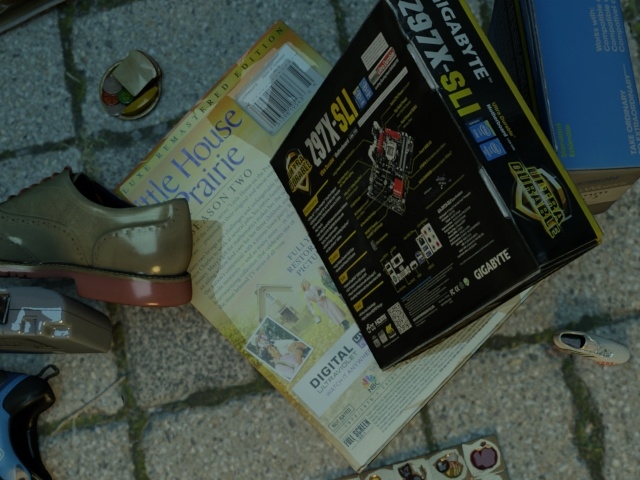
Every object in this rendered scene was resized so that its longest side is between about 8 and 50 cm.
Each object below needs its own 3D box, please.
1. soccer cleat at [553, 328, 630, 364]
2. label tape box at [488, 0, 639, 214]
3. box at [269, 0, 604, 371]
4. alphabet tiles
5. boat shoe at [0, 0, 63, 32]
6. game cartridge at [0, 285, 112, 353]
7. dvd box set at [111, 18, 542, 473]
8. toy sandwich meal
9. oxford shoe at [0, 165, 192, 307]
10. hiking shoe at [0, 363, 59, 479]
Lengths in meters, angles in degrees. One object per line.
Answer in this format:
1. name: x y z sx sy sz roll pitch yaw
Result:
1. soccer cleat: 0.292 0.114 1.068 0.083 0.035 0.029 17 83 9
2. label tape box: 0.239 -0.163 0.966 0.105 0.334 0.241 -8 80 4
3. box: 0.084 -0.042 0.914 0.079 0.322 0.257 -21 77 -27
4. alphabet tiles: 0.105 0.338 1.070 0.237 0.009 0.198 -17 80 4
5. boat shoe: -0.419 -0.272 1.177 0.320 0.118 0.103 -32 74 -6
6. game cartridge: -0.388 0.087 1.072 0.297 0.198 0.062 1 82 4
7. dvd box set: 0.000 0.000 1.109 0.420 0.062 0.307 43 88 11
8. toy sandwich meal: -0.227 -0.185 1.181 0.085 0.029 0.086 -1 81 7
9. oxford shoe: -0.294 -0.020 1.083 0.348 0.123 0.130 10 98 13
10. hiking shoe: -0.364 0.286 1.081 0.132 0.113 0.304 0 81 8
